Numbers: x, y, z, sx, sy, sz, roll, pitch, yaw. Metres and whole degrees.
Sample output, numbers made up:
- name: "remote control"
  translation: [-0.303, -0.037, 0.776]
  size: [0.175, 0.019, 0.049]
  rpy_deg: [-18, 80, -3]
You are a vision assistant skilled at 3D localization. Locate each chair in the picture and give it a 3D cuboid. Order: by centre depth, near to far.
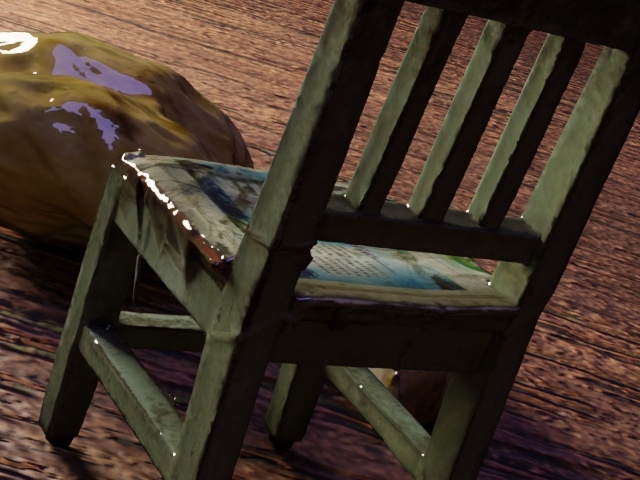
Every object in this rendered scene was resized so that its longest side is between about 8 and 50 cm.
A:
- name: "chair"
  translation: [0.000, 0.000, 0.550]
  size: [0.136, 0.270, 0.147]
  rpy_deg: [5, 24, -32]

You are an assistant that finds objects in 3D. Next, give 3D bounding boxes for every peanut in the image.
- name: "peanut"
  translation: [-0.133, -0.055, 0.821]
  size: [0.197, 0.110, 0.233]
  rpy_deg: [21, 19, -9]

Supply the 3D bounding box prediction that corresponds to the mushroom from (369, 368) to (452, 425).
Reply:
- name: "mushroom"
  translation: [0.029, 0.031, 0.792]
  size: [0.094, 0.072, 0.210]
  rpy_deg: [18, 17, -30]
